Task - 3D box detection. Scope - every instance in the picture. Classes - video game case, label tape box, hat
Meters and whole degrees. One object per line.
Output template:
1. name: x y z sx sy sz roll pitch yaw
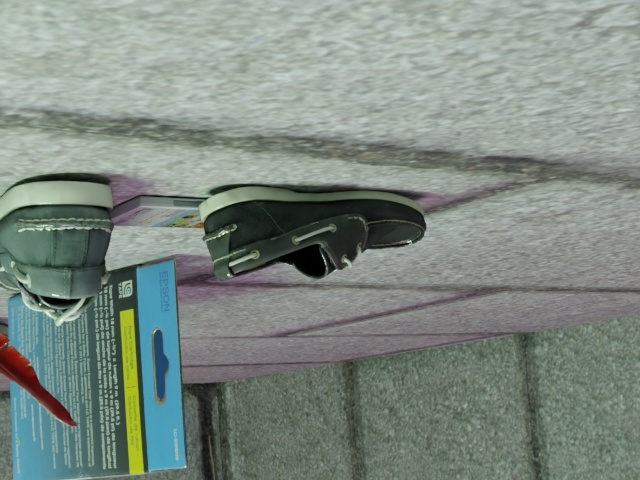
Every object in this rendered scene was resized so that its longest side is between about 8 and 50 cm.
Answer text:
1. video game case: -0.128 -0.025 1.180 0.122 0.011 0.087 2 168 -35
2. label tape box: -0.240 0.164 1.572 0.334 0.240 0.106 -12 168 41
3. hat: -0.389 0.110 1.342 0.208 0.183 0.173 -12 168 37

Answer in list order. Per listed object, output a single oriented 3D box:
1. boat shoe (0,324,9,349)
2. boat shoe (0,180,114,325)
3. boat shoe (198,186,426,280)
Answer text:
1. boat shoe: -0.511 0.165 1.947 0.079 0.081 0.227 -4 171 -6
2. boat shoe: -0.247 0.025 1.145 0.116 0.099 0.319 -1 170 -21
3. boat shoe: 0.000 0.000 1.170 0.233 0.079 0.084 -1 156 -36
